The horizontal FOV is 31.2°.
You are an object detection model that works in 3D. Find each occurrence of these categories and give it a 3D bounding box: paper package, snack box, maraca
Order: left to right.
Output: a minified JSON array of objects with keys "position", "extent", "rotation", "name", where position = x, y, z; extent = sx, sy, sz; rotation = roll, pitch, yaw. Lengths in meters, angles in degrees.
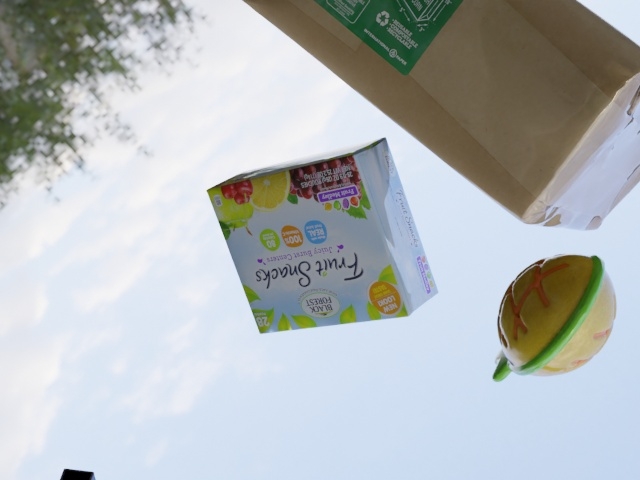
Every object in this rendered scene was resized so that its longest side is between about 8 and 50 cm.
[{"position":[0.000,0.000,1.197],"extent":[0.207,0.175,0.070],"rotation":[-9,-165,40],"name":"snack box"},{"position":[0.144,-0.167,1.019],"extent":[0.168,0.325,0.309],"rotation":[-53,162,14],"name":"paper package"},{"position":[0.212,0.075,1.074],"extent":[0.127,0.099,0.186],"rotation":[-55,-179,-24],"name":"maraca"}]

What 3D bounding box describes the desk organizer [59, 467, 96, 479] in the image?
[{"position":[-0.302,0.358,1.608],"extent":[0.130,0.050,0.047],"rotation":[5,-137,7],"name":"desk organizer"}]
